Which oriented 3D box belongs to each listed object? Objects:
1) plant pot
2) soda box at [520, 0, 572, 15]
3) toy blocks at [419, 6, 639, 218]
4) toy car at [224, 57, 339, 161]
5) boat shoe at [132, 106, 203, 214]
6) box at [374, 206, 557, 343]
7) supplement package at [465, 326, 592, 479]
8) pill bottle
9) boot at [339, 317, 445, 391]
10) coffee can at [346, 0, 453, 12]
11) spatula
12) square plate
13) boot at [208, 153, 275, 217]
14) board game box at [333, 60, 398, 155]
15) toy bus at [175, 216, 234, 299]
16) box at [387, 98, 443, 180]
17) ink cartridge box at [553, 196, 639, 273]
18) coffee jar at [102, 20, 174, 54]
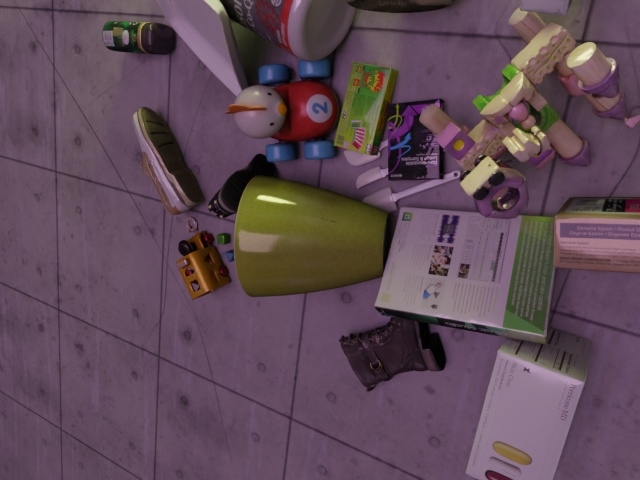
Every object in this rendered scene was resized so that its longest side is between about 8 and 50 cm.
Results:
[{"bbox_3d":[0.000,0.000,1.152,0.293,0.275,0.275,4,103,14],"label":"plant pot"},{"bbox_3d":[0.391,-0.456,0.840,0.073,0.216,0.069,20,155,25],"label":"soda box"},{"bbox_3d":[0.375,-0.175,0.886,0.260,0.309,0.288,33,114,-27],"label":"toy blocks"},{"bbox_3d":[-0.095,-0.279,1.141,0.210,0.238,0.219,2,102,30],"label":"toy car"},{"bbox_3d":[-0.438,-0.211,1.430,0.103,0.113,0.302,-28,87,26],"label":"boat shoe"},{"bbox_3d":[0.286,0.056,1.027,0.321,0.058,0.232,6,68,30],"label":"box"},{"bbox_3d":[0.397,0.315,0.998,0.145,0.204,0.262,16,108,26],"label":"supplement package"},{"bbox_3d":[-0.115,-0.548,1.111,0.363,0.210,0.210,36,116,21],"label":"pill bottle"},{"bbox_3d":[0.140,0.212,1.195,0.229,0.091,0.263,-19,93,31],"label":"boot"},{"bbox_3d":[0.151,-0.577,0.953,0.201,0.201,0.276,9,105,29],"label":"coffee can"},{"bbox_3d":[0.176,-0.158,1.140,0.242,0.019,0.168,-19,85,31],"label":"spatula"},{"bbox_3d":[-0.285,-0.511,1.193,0.049,0.344,0.347,-40,76,-9],"label":"square plate"},{"bbox_3d":[-0.211,-0.098,1.263,0.085,0.236,0.178,45,126,-12],"label":"boot"},{"bbox_3d":[0.096,-0.282,1.134,0.092,0.043,0.181,20,106,25],"label":"board game box"},{"bbox_3d":[-0.338,0.059,1.434,0.202,0.104,0.191,22,111,24],"label":"toy bus"},{"bbox_3d":[0.196,-0.206,1.093,0.116,0.029,0.162,2,98,31],"label":"box"},{"bbox_3d":[0.493,-0.016,0.853,0.193,0.234,0.088,1,102,30],"label":"ink cartridge box"},{"bbox_3d":[-0.480,-0.537,1.395,0.184,0.096,0.079,14,110,27],"label":"coffee jar"}]
